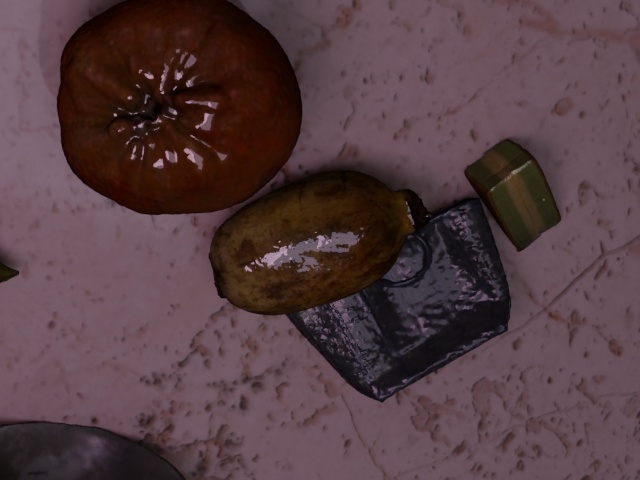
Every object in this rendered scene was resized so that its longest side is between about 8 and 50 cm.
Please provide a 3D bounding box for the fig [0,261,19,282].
[{"bbox_3d":[-0.407,0.032,1.677,0.155,0.103,0.109,13,144,-30],"label":"fig"}]

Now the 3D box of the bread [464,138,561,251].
[{"bbox_3d":[0.242,-0.040,1.822,0.074,0.084,0.139,-36,116,0],"label":"bread"}]

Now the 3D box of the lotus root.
[{"bbox_3d":[0.000,0.000,1.745,0.260,0.128,0.145,-17,105,2],"label":"lotus root"}]

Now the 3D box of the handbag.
[{"bbox_3d":[0.102,0.073,1.836,0.270,0.088,0.175,-29,104,2],"label":"handbag"}]

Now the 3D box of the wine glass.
[{"bbox_3d":[-0.323,0.440,1.786,0.267,0.267,0.406,10,113,-18],"label":"wine glass"}]

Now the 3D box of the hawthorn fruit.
[{"bbox_3d":[-0.145,-0.144,1.584,0.258,0.261,0.258,1,123,1],"label":"hawthorn fruit"}]
